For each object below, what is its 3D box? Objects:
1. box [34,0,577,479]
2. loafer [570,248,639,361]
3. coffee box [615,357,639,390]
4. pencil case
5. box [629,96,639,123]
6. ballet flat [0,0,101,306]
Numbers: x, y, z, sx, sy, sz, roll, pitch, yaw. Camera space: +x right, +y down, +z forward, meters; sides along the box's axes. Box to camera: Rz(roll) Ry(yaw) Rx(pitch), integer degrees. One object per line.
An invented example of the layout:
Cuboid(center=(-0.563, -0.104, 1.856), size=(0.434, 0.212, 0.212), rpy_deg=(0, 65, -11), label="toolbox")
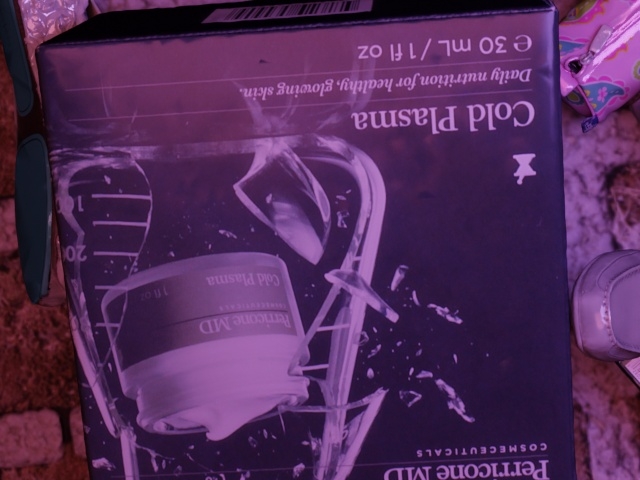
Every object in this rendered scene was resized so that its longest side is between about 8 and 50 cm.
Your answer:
Cuboid(center=(0.000, 0.000, 1.464), size=(0.480, 0.297, 0.472), rpy_deg=(-4, 105, 4), label="box")
Cuboid(center=(0.353, 0.058, 1.465), size=(0.111, 0.319, 0.112), rpy_deg=(-4, 95, 37), label="loafer")
Cuboid(center=(0.389, 0.182, 1.566), size=(0.040, 0.113, 0.184), rpy_deg=(-42, 89, 4), label="coffee box")
Cuboid(center=(0.359, -0.248, 1.550), size=(0.284, 0.124, 0.124), rpy_deg=(-38, 88, 5), label="pencil case")
Cuboid(center=(0.460, -0.169, 1.528), size=(0.232, 0.148, 0.127), rpy_deg=(-39, 88, 6), label="box")
Cuboid(center=(-0.278, -0.133, 1.618), size=(0.147, 0.147, 0.409), rpy_deg=(-6, 92, 6), label="ballet flat")
